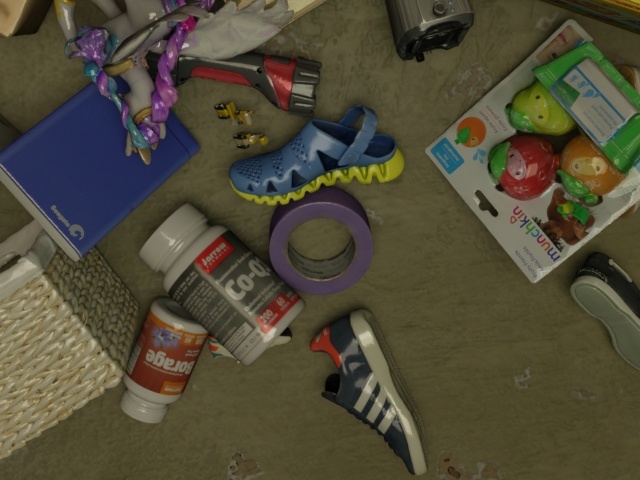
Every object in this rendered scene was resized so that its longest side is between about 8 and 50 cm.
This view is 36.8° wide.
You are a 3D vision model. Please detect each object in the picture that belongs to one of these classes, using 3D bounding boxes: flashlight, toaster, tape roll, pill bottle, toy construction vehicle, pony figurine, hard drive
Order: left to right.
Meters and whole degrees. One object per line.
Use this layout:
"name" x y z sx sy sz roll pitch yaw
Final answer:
"hard drive" -0.374 -0.145 1.637 0.210 0.040 0.319 51 54 -13
"pony figurine" -0.268 -0.345 1.529 0.351 0.303 0.363 -32 79 37
"pill bottle" -0.296 0.226 1.799 0.121 0.121 0.216 22 102 -8
"pill bottle" -0.179 0.075 1.726 0.283 0.161 0.161 43 98 1
"flashlight" -0.153 -0.290 1.694 0.304 0.103 0.103 8 77 -2
"toy construction vehicle" -0.138 -0.210 1.722 0.035 0.098 0.086 -36 117 -28
"tape roll" 0.000 0.000 1.762 0.189 0.080 0.189 -1 115 -2
"toaster" 0.177 -0.401 1.634 0.129 0.227 0.146 -14 87 0

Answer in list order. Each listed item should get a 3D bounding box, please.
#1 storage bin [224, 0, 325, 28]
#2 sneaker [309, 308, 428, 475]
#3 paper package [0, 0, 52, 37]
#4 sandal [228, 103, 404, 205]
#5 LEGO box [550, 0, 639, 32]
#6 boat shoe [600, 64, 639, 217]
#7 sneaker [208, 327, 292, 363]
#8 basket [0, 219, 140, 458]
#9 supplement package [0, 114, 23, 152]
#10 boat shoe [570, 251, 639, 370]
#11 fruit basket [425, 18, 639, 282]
"storage bin" -0.073 -0.506 1.627 0.262 0.123 0.260 -30 103 5
"sneaker" 0.091 0.307 1.848 0.148 0.131 0.350 -23 99 10
"paper package" -0.554 -0.537 1.568 0.309 0.168 0.325 27 102 -9
"sandal" -0.011 -0.159 1.703 0.317 0.126 0.138 -16 131 -7
"LEGO box" 0.493 -0.456 1.542 0.500 0.372 0.193 17 102 -8
"boat shoe" 0.572 -0.181 1.757 0.096 0.098 0.277 -9 104 -38
"sneaker" -0.135 0.196 1.842 0.161 0.057 0.075 -2 122 -5
"basket" -0.521 0.156 1.671 0.328 0.331 0.266 -34 109 6
"supplement package" -0.676 -0.178 1.634 0.198 0.199 0.262 -44 103 7
"boat shoe" 0.596 0.146 1.839 0.302 0.114 0.091 48 58 -25
"fruit basket" 0.404 -0.158 1.680 0.353 0.165 0.327 -39 72 11
